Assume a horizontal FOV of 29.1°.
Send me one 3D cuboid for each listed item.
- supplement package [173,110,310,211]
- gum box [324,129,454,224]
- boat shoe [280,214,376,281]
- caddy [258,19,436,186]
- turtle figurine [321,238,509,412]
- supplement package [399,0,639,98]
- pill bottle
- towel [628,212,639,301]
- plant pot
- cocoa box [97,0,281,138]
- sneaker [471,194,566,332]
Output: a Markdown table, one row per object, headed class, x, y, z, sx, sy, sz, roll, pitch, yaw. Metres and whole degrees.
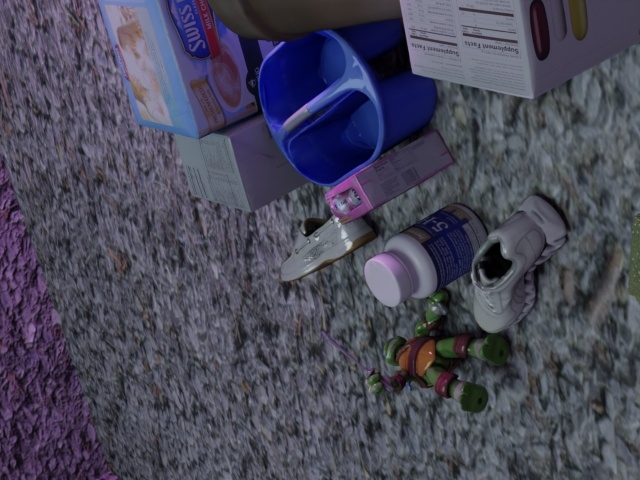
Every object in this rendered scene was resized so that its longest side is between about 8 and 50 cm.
| class | x | y | z | sx | sy | sz | roll | pitch | yaw |
| --- | --- | --- | --- | --- | --- | --- | --- | --- | --- |
| supplement package | -0.125 | -0.169 | 2.238 | 0.203 | 0.194 | 0.149 | 16 | 128 | 51 |
| gum box | 0.105 | -0.096 | 1.943 | 0.062 | 0.188 | 0.107 | 60 | 150 | 1 |
| boat shoe | 0.000 | 0.000 | 2.298 | 0.277 | 0.098 | 0.096 | -31 | 88 | 52 |
| caddy | 0.023 | -0.226 | 1.972 | 0.241 | 0.179 | 0.341 | 60 | 151 | 0 |
| turtle figurine | 0.164 | 0.178 | 2.088 | 0.266 | 0.197 | 0.275 | 13 | 130 | 48 |
| supplement package | 0.257 | -0.292 | 1.456 | 0.204 | 0.261 | 0.145 | 22 | 133 | 49 |
| pill bottle | 0.166 | 0.027 | 1.957 | 0.112 | 0.186 | 0.112 | 37 | 143 | 35 |
| towel | 0.464 | 0.039 | 1.663 | 0.110 | 0.027 | 0.148 | 30 | 140 | 44 |
| plant pot | 0.033 | -0.425 | 1.703 | 0.280 | 0.323 | 0.323 | 13 | 128 | 32 |
| cocoa box | -0.228 | -0.384 | 2.150 | 0.231 | 0.228 | 0.347 | 17 | 129 | 52 |
| sneaker | 0.273 | 0.052 | 1.886 | 0.110 | 0.118 | 0.292 | 45 | 149 | 24 |
